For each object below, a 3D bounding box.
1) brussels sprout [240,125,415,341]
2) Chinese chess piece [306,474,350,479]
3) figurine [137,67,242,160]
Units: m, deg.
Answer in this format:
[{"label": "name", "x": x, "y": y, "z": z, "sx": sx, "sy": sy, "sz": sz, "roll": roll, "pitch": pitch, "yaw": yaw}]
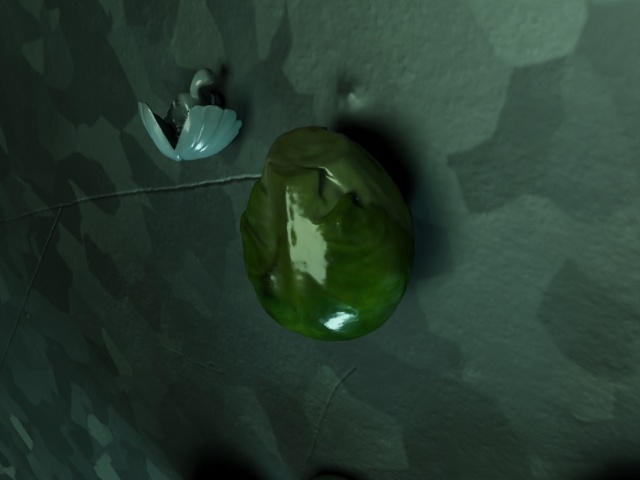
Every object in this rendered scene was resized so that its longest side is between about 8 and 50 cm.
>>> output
[{"label": "brussels sprout", "x": 0.005, "y": -0.001, "z": 0.587, "sx": 0.180, "sy": 0.144, "sz": 0.161, "roll": 89, "pitch": 165, "yaw": -44}, {"label": "Chinese chess piece", "x": 0.025, "y": 0.380, "z": 0.829, "sx": 0.189, "sy": 0.083, "sz": 0.188, "roll": 21, "pitch": 124, "yaw": 35}, {"label": "figurine", "x": -0.128, "y": -0.121, "z": 0.687, "sx": 0.082, "sy": 0.086, "sz": 0.094, "roll": 59, "pitch": -179, "yaw": 19}]
